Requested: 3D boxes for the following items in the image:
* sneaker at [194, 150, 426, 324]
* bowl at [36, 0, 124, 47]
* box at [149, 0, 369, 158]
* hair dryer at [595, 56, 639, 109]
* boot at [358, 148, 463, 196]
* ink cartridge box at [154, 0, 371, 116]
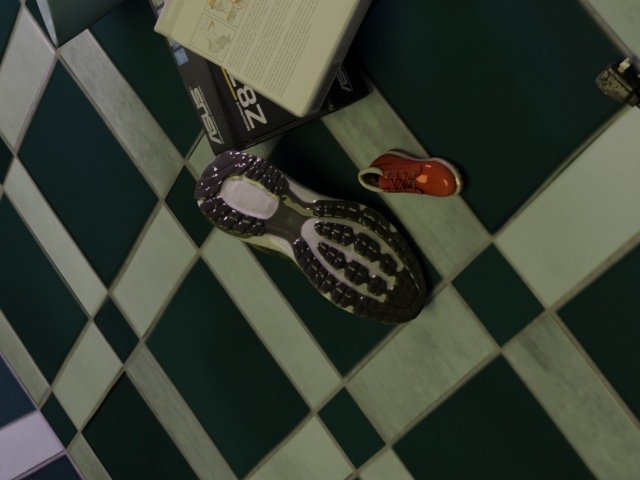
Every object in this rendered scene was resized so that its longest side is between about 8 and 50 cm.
[{"bbox_3d":[0.000,0.000,1.978,0.410,0.158,0.182,34,176,16],"label":"sneaker"},{"bbox_3d":[-0.412,-0.493,2.060,0.311,0.163,0.311,162,90,-77],"label":"bowl"},{"bbox_3d":[-0.120,-0.352,1.907,0.318,0.097,0.395,-15,98,52],"label":"box"},{"bbox_3d":[0.439,-0.122,1.399,0.293,0.080,0.223,56,151,7],"label":"hair dryer"},{"bbox_3d":[0.129,-0.087,1.788,0.158,0.085,0.059,16,121,42],"label":"boot"},{"bbox_3d":[-0.060,-0.363,1.727,0.261,0.066,0.296,32,111,13],"label":"ink cartridge box"}]
